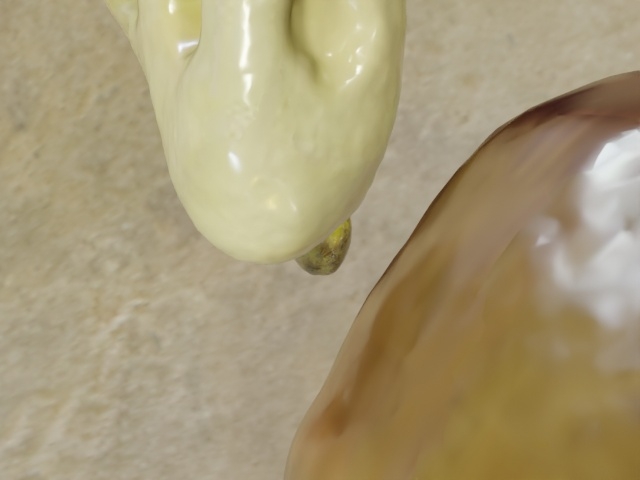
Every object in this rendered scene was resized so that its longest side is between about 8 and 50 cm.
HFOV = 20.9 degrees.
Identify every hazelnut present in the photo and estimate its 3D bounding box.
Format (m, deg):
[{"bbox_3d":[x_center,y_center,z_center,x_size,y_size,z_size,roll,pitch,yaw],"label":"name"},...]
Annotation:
[{"bbox_3d":[0.178,0.150,0.557,0.420,0.353,0.421,1,74,-4],"label":"hazelnut"}]

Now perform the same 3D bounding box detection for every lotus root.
[{"bbox_3d":[0.000,0.000,1.525,0.054,0.099,0.049,23,53,7],"label":"lotus root"}]

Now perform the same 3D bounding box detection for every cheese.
[{"bbox_3d":[-0.066,-0.176,1.004,0.129,0.328,0.351,2,97,-32],"label":"cheese"}]

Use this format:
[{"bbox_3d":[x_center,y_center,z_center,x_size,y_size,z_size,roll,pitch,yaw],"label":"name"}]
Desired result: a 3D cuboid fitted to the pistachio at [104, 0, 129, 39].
[{"bbox_3d":[-0.110,-0.289,1.387,0.230,0.230,0.309,-21,97,-37],"label":"pistachio"}]
